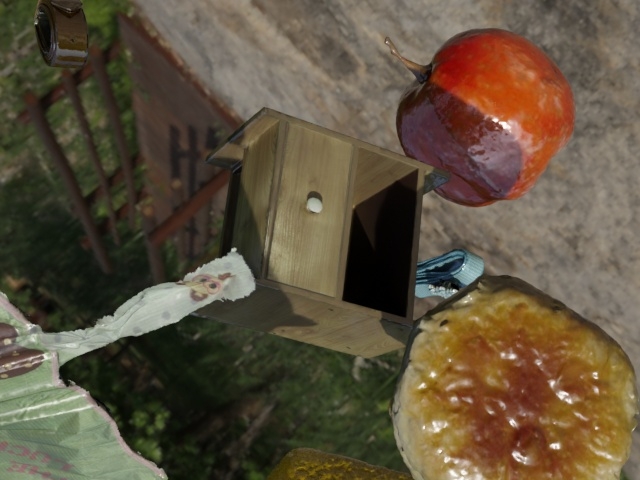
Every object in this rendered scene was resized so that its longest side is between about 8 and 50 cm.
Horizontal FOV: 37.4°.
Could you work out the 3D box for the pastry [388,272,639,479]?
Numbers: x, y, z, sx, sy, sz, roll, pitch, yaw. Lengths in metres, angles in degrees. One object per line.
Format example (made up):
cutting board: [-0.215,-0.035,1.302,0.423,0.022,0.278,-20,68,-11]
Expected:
pastry: [0.152,0.126,0.751,0.192,0.182,0.093,22,171,-2]

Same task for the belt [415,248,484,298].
belt: [0.206,0.074,1.643,0.065,0.100,0.179,27,154,-25]

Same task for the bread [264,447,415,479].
bread: [0.014,0.385,0.956,0.324,0.333,0.143,9,129,38]

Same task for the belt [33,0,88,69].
belt: [-0.235,-0.190,0.850,0.083,0.036,0.059,57,139,41]

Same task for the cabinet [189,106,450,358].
cabinet: [0.000,0.000,0.926,0.215,0.174,0.148,17,157,-24]

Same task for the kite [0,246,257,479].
kite: [-0.153,0.051,0.368,0.323,0.268,0.013,69,-174,-45]

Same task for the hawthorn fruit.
hawthorn fruit: [0.191,-0.179,1.244,0.272,0.242,0.242,36,169,-16]
